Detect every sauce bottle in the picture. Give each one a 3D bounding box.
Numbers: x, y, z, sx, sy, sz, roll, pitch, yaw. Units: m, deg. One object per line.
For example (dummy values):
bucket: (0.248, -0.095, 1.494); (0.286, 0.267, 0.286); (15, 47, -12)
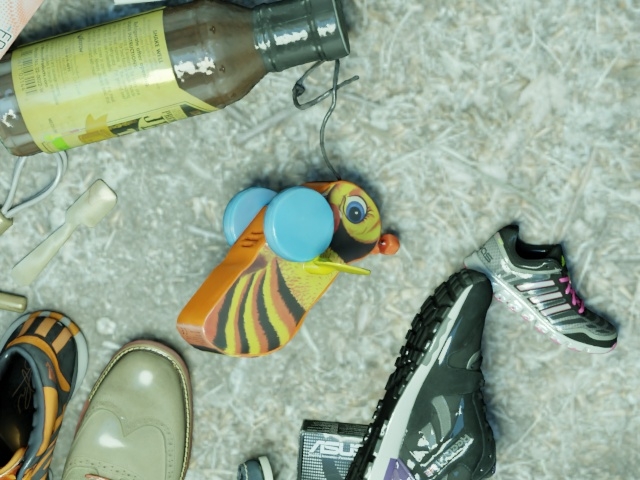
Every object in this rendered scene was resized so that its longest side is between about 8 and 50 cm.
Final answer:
sauce bottle: (-0.145, -0.167, 1.454); (0.344, 0.111, 0.111); (-13, 101, 9)

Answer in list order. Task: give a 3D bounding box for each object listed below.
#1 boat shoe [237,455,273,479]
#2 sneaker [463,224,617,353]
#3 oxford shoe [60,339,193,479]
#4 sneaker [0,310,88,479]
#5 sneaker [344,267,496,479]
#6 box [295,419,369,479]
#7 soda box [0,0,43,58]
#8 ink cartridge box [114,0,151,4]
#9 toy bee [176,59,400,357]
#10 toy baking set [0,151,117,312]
boat shoe: (-0.089, 0.341, 1.578); (0.079, 0.095, 0.255); (3, 112, -7)
sneaker: (0.226, 0.044, 1.494); (0.170, 0.063, 0.075); (34, 110, 2)
oxford shoe: (-0.213, 0.272, 1.550); (0.123, 0.130, 0.348); (16, 104, 1)
sneaker: (-0.332, 0.233, 1.526); (0.124, 0.180, 0.321); (15, 104, 2)
sneaker: (0.125, 0.168, 1.490); (0.124, 0.107, 0.283); (22, 101, -7)
box: (0.067, 0.283, 1.572); (0.190, 0.045, 0.184); (6, 104, 3)
soda box: (-0.327, -0.185, 1.408); (0.063, 0.058, 0.183); (29, 115, -29)
ink cartridge box: (-0.096, -0.308, 1.428); (0.212, 0.093, 0.154); (-6, 101, 5)
toy bee: (0.000, 0.000, 1.457); (0.162, 0.195, 0.298); (36, 93, -28)
toy baking set: (-0.344, -0.021, 1.547); (0.256, 0.030, 0.197); (17, 104, 1)
